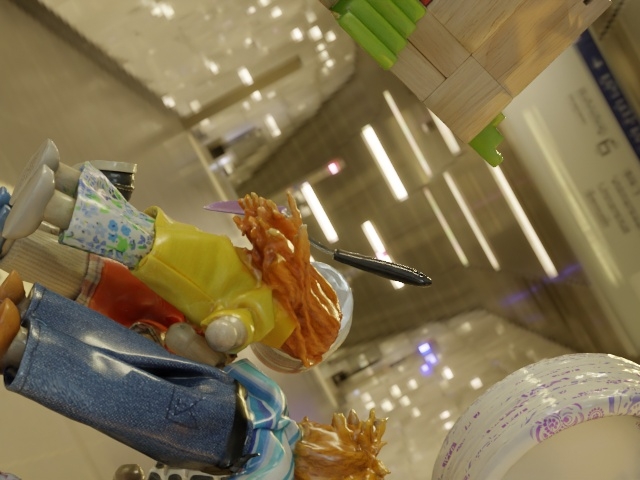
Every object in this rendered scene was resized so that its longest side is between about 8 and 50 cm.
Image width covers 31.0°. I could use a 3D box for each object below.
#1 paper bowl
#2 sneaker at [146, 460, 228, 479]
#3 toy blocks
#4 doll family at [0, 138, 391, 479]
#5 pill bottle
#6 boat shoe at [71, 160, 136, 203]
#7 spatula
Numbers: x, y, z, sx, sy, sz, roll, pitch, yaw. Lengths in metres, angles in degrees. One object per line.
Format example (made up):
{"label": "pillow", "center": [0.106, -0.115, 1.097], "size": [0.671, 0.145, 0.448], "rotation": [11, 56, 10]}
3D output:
{"label": "paper bowl", "center": [0.254, 0.246, 1.203], "size": [0.284, 0.284, 0.148], "rotation": [61, -1, -29]}
{"label": "sneaker", "center": [-0.077, 0.221, 1.023], "size": [0.279, 0.107, 0.118], "rotation": [78, 19, -50]}
{"label": "toy blocks", "center": [0.090, -0.264, 0.811], "size": [0.381, 0.261, 0.190], "rotation": [41, 12, -19]}
{"label": "doll family", "center": [-0.054, 0.050, 0.458], "size": [0.163, 0.118, 0.263], "rotation": [29, 27, -23]}
{"label": "pill bottle", "center": [-0.026, 0.098, 1.462], "size": [0.121, 0.121, 0.221], "rotation": [62, -14, 8]}
{"label": "boat shoe", "center": [-0.321, -0.058, 1.539], "size": [0.233, 0.084, 0.079], "rotation": [-4, -92, 53]}
{"label": "spatula", "center": [0.000, 0.000, 1.436], "size": [0.297, 0.030, 0.084], "rotation": [24, 14, 8]}
